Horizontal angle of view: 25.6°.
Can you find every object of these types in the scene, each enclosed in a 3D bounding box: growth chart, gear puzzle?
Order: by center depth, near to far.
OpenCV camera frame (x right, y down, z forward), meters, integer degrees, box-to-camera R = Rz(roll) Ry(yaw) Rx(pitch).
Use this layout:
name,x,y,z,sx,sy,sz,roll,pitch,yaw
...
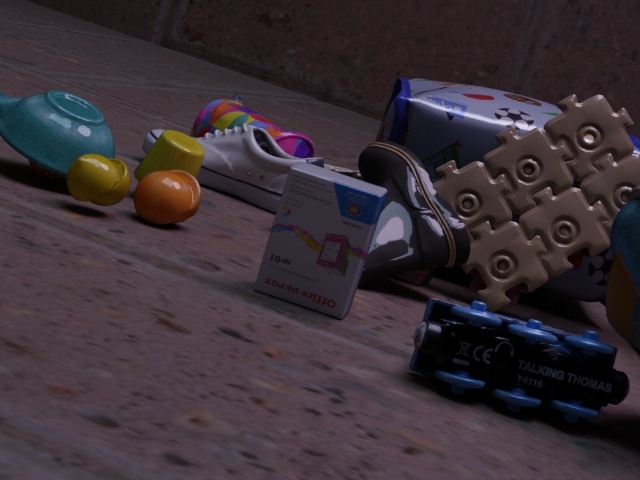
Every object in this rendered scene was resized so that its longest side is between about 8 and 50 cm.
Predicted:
name,x,y,z,sx,sy,sz,roll,pitch,yaw
gear puzzle,0.290,-0.067,1.584,0.175,0.339,0.044,61,-5,10
growth chart,-0.017,-0.112,2.121,0.237,0.021,0.172,10,2,-39

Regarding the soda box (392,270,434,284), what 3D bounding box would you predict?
name,x,y,z,sx,sy,sz,roll,pitch,yaw
soda box,0.046,-0.008,1.609,0.183,0.058,0.063,21,10,16

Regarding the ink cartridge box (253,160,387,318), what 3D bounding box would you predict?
name,x,y,z,sx,sy,sz,roll,pitch,yaw
ink cartridge box,0.000,0.000,1.292,0.089,0.122,0.052,18,13,6

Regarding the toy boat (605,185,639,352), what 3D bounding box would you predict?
name,x,y,z,sx,sy,sz,roll,pitch,yaw
toy boat,0.308,0.097,1.134,0.148,0.267,0.318,-24,24,4

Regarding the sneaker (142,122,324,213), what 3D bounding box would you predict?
name,x,y,z,sx,sy,sz,roll,pitch,yaw
sneaker,-0.106,-0.107,1.799,0.258,0.091,0.094,21,10,19

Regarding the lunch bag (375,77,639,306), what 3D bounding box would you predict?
name,x,y,z,sx,sy,sz,roll,pitch,yaw
lunch bag,0.225,-0.078,1.811,0.328,0.238,0.385,15,15,-2

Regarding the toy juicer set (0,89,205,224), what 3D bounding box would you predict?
name,x,y,z,sx,sy,sz,roll,pitch,yaw
toy juicer set,-0.273,-0.091,1.460,0.329,0.089,0.209,23,20,-19

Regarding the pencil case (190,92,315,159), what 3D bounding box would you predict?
name,x,y,z,sx,sy,sz,roll,pitch,yaw
pencil case,-0.093,-0.130,1.946,0.104,0.104,0.236,12,12,-30

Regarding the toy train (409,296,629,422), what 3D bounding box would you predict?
name,x,y,z,sx,sy,sz,roll,pitch,yaw
toy train,0.163,0.099,1.172,0.184,0.080,0.105,14,1,-6

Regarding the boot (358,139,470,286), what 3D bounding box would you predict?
name,x,y,z,sx,sy,sz,roll,pitch,yaw
boot,0.055,-0.033,1.522,0.137,0.076,0.198,-15,40,-23
